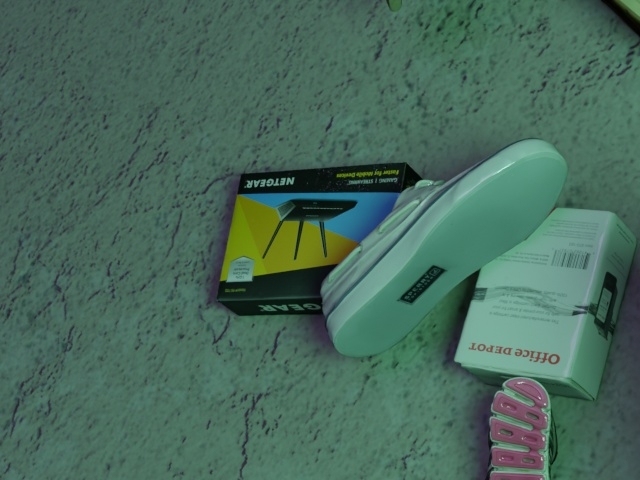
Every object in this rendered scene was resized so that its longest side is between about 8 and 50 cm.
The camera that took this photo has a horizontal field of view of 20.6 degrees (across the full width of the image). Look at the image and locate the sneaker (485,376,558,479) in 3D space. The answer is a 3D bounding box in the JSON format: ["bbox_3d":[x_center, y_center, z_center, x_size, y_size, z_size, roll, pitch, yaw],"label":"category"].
[{"bbox_3d":[0.162,0.193,1.428,0.063,0.075,0.170,5,91,14],"label":"sneaker"}]

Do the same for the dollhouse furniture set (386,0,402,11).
[{"bbox_3d":[0.175,-0.359,1.663,0.303,0.198,0.286,-15,57,-2],"label":"dollhouse furniture set"}]

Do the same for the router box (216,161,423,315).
[{"bbox_3d":[0.000,0.000,1.627,0.179,0.046,0.133,-3,65,30],"label":"router box"}]

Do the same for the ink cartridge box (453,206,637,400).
[{"bbox_3d":[0.189,0.051,1.476,0.109,0.063,0.150,6,70,34],"label":"ink cartridge box"}]

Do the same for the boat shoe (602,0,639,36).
[{"bbox_3d":[0.284,-0.237,1.538,0.089,0.104,0.285,-44,51,8],"label":"boat shoe"}]

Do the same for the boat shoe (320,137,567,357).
[{"bbox_3d":[0.092,-0.010,1.477,0.258,0.095,0.084,-40,46,20],"label":"boat shoe"}]
